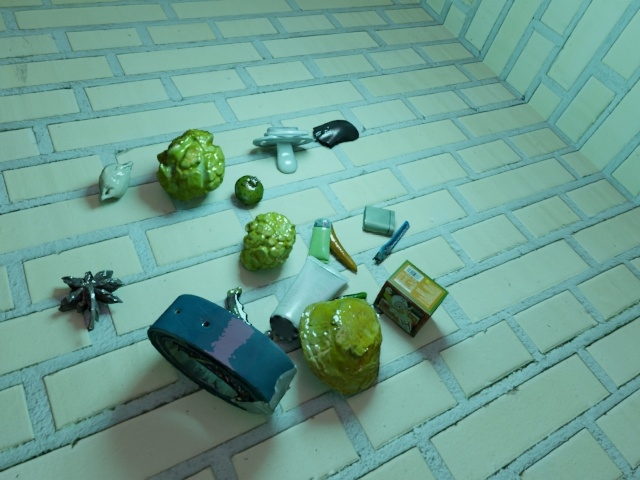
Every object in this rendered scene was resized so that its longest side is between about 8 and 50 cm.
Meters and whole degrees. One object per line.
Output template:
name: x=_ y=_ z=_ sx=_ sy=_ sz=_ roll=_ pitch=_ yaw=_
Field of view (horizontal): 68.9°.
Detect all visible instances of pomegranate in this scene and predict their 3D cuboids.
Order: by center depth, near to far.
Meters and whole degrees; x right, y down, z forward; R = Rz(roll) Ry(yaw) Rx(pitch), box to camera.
pomegranate: x=-0.287 y=-0.211 z=1.905 sx=0.130 sy=0.130 sz=0.130 roll=7 pitch=52 yaw=-9

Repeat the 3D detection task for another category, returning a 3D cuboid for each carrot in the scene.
carrot: x=0.060 y=0.019 z=1.862 sx=0.062 sy=0.066 sz=0.271 roll=-36 pitch=63 yaw=15

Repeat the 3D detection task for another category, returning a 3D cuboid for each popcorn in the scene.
popcorn: x=-0.200 y=0.000 z=1.728 sx=0.180 sy=0.216 sz=0.235 roll=26 pitch=39 yaw=-28
popcorn: x=-0.510 y=-0.286 z=1.824 sx=0.282 sy=0.282 sz=0.247 roll=-41 pitch=106 yaw=-35

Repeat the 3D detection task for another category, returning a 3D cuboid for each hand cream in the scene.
hand cream: x=-0.048 y=0.201 z=1.670 sx=0.185 sy=0.118 sz=0.359 roll=29 pitch=44 yaw=11
hand cream: x=0.000 y=0.000 z=1.830 sx=0.095 sy=0.046 sz=0.175 roll=6 pitch=79 yaw=8

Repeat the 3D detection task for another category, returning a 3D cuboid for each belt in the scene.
belt: x=-0.287 y=0.337 z=1.371 sx=0.436 sy=0.300 sz=0.173 roll=33 pitch=54 yaw=8

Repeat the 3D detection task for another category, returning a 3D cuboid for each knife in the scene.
knife: x=0.299 y=0.003 z=1.943 sx=0.044 sy=0.026 sz=0.296 roll=53 pitch=53 yaw=-13

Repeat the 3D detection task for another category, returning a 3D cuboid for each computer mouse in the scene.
computer mouse: x=0.077 y=-0.539 z=2.278 sx=0.264 sy=0.088 sz=0.147 roll=-28 pitch=62 yaw=-27

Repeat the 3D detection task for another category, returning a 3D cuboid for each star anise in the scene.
star anise: x=-0.743 y=0.177 z=1.514 sx=0.209 sy=0.089 sz=0.231 roll=-35 pitch=56 yaw=-25

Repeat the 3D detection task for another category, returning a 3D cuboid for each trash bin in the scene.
trash bin: x=0.248 y=-0.087 z=1.985 sx=0.129 sy=0.059 sz=0.116 roll=12 pitch=49 yaw=-4

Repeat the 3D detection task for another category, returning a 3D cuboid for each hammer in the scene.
hammer: x=-0.271 y=0.266 z=1.594 sx=0.158 sy=0.041 sz=0.227 roll=-12 pitch=58 yaw=-24

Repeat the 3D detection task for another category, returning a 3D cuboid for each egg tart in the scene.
egg tart: x=0.094 y=0.326 z=1.525 sx=0.351 sy=0.153 sz=0.340 roll=6 pitch=57 yaw=-38

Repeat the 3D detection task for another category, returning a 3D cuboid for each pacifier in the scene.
pacifier: x=-0.158 y=-0.402 z=2.077 sx=0.278 sy=0.227 sz=0.208 roll=-5 pitch=94 yaw=-17

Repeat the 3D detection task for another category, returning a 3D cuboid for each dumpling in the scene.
dumpling: x=-0.794 y=-0.228 z=1.799 sx=0.118 sy=0.136 sz=0.199 roll=44 pitch=70 yaw=-23

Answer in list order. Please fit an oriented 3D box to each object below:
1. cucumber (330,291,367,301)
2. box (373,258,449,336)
cucumber: x=0.108 y=0.217 z=1.731 sx=0.154 sy=0.037 sz=0.037 roll=-8 pitch=56 yaw=-19
box: x=0.322 y=0.213 z=1.696 sx=0.194 sy=0.178 sz=0.148 roll=39 pitch=53 yaw=16
